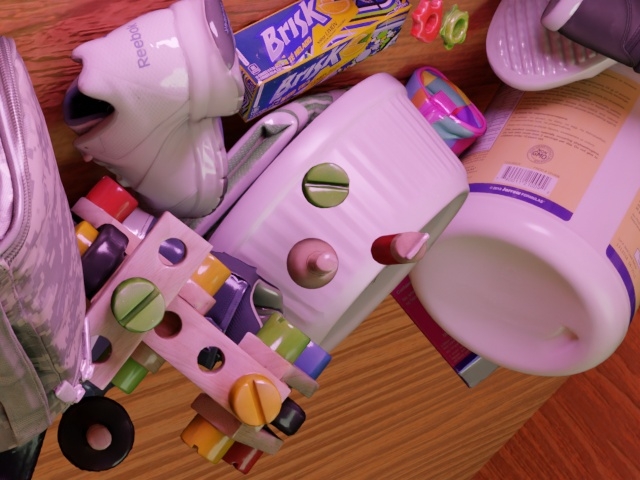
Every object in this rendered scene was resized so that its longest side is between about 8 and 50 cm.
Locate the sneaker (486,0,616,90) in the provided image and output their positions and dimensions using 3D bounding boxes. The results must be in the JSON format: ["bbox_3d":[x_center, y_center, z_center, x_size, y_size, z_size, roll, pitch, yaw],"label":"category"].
[{"bbox_3d":[0.322,-0.252,1.940,0.366,0.135,0.150,-36,160,-8],"label":"sneaker"}]

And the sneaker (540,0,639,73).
[{"bbox_3d":[0.346,-0.278,1.811,0.296,0.147,0.104,-54,-174,-7],"label":"sneaker"}]

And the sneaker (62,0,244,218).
[{"bbox_3d":[-0.136,-0.097,1.487,0.129,0.111,0.297,-13,157,-11],"label":"sneaker"}]

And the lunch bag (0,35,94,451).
[{"bbox_3d":[-0.254,-0.016,1.141,0.212,0.256,0.305,-35,163,-13],"label":"lunch bag"}]

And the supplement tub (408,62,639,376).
[{"bbox_3d":[0.257,-0.051,2.001,0.331,0.241,0.241,-56,174,-34],"label":"supplement tub"}]

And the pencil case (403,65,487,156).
[{"bbox_3d":[0.060,-0.064,1.933,0.236,0.104,0.104,-48,161,19],"label":"pencil case"}]

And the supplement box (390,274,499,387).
[{"bbox_3d":[0.134,0.042,2.144,0.114,0.220,0.111,-38,162,1],"label":"supplement box"}]

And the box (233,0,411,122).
[{"bbox_3d":[-0.008,-0.166,1.612,0.169,0.054,0.059,-31,161,-28],"label":"box"}]

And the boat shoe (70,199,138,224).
[{"bbox_3d":[-0.192,-0.008,1.629,0.066,0.066,0.183,-51,170,20],"label":"boat shoe"}]

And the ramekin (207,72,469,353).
[{"bbox_3d":[0.015,-0.008,1.697,0.273,0.127,0.273,-46,172,-8],"label":"ramekin"}]

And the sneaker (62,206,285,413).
[{"bbox_3d":[-0.122,0.090,1.598,0.086,0.163,0.226,-71,-174,-50],"label":"sneaker"}]

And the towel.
[{"bbox_3d":[-0.052,-0.043,1.761,0.248,0.038,0.325,-48,171,17],"label":"towel"}]

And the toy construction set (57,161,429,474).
[{"bbox_3d":[-0.065,0.051,1.382,0.309,0.257,0.237,-26,-177,-9],"label":"toy construction set"}]

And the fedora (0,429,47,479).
[{"bbox_3d":[-0.324,0.159,1.544,0.334,0.152,0.334,18,90,-86],"label":"fedora"}]

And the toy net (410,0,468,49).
[{"bbox_3d":[0.072,-0.235,1.577,0.232,0.045,0.122,16,99,-59],"label":"toy net"}]
